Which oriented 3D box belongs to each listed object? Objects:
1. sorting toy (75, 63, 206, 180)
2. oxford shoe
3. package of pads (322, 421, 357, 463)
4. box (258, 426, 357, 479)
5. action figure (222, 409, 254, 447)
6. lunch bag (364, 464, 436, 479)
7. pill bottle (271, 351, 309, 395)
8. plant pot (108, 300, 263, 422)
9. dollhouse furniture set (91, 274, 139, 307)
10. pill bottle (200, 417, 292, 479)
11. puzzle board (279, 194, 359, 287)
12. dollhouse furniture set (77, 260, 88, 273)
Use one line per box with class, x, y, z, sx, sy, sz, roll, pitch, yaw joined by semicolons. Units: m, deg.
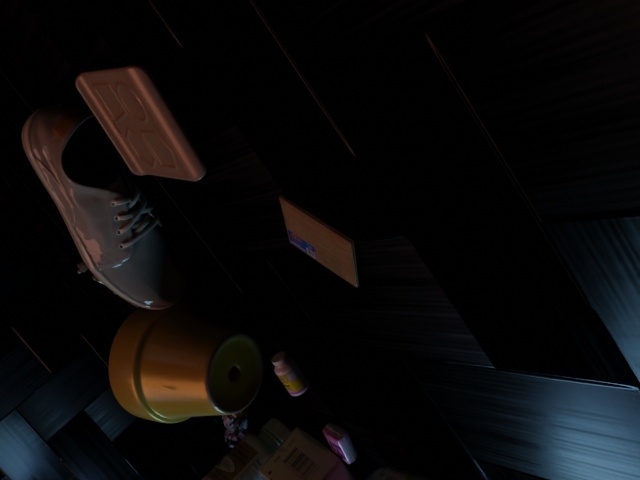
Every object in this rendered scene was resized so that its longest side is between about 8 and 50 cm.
sorting toy;-0.272;-0.180;1.163;0.208;0.038;0.193;7;134;49
oxford shoe;-0.368;-0.047;1.384;0.130;0.169;0.449;-3;127;35
package of pads;0.040;0.400;1.505;0.050;0.032;0.083;24;146;45
box;0.001;0.527;1.607;0.148;0.127;0.232;25;155;45
action figure;-0.191;0.514;1.981;0.285;0.099;0.185;48;165;11
lunch bag;0.124;0.491;1.327;0.090;0.176;0.219;54;154;-13
pill bottle;-0.058;0.249;1.429;0.043;0.043;0.083;5;132;56
plant pot;-0.257;0.256;1.552;0.239;0.254;0.254;3;132;37
dollhouse furniture set;-0.400;0.101;1.759;0.182;0.101;0.161;22;170;43
pill bottle;-0.159;0.533;1.790;0.131;0.229;0.131;38;154;22
puzzle board;0.000;0.000;1.005;0.128;0.011;0.096;34;153;30
dollhouse furniture set;-0.574;0.078;1.977;0.114;0.081;0.091;45;156;7
